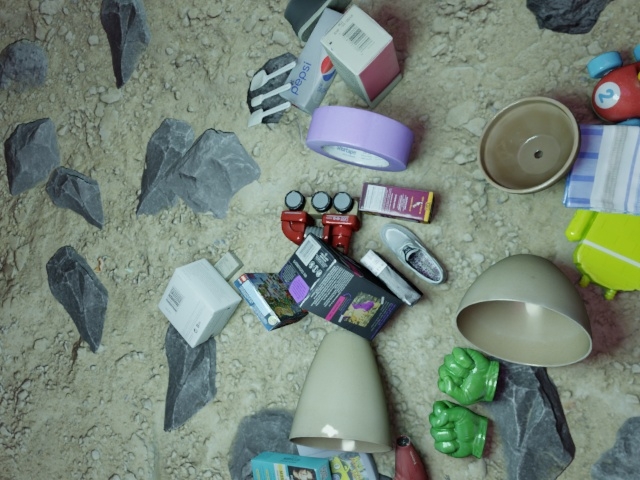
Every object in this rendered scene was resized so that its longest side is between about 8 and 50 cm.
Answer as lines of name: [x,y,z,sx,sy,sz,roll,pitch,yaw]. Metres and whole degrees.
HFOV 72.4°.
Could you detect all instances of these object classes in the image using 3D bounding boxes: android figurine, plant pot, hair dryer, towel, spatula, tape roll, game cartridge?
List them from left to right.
spatula: [-0.154,-0.443,1.311,0.242,0.019,0.168,1,81,53]
game cartridge: [0.062,0.661,1.221,0.196,0.060,0.294,-22,81,10]
plant pot: [0.060,0.386,1.140,0.256,0.256,0.274,-5,58,16]
tape roll: [0.103,-0.262,1.153,0.275,0.275,0.090,15,92,17]
hair dryer: [0.189,0.639,1.105,0.080,0.223,0.293,14,88,48]
plant pot: [0.483,0.145,1.041,0.284,0.284,0.191,14,55,17]
plant pot: [0.526,-0.226,1.089,0.237,0.110,0.237,-7,81,45]
android figurine: [0.731,0.009,1.060,0.248,0.056,0.273,26,92,16]
towel: [0.733,-0.160,1.013,0.285,0.034,0.209,8,99,16]

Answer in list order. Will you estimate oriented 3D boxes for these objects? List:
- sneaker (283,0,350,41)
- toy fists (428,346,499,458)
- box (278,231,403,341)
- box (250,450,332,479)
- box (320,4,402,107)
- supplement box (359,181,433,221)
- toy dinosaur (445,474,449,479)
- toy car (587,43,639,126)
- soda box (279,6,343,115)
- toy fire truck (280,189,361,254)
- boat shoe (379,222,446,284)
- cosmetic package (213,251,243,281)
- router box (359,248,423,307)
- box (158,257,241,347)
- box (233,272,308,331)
sneaker: [-0.009,-0.722,1.317,0.222,0.083,0.118,-38,76,12]
toy fists: [0.361,0.418,1.125,0.142,0.096,0.279,11,91,18]
box: [0.053,0.122,1.127,0.143,0.270,0.165,-52,36,7]
box: [-0.081,0.659,1.216,0.244,0.060,0.100,-14,85,35]
box: [0.118,-0.488,1.185,0.127,0.232,0.148,-44,76,9]
supplement box: [0.211,-0.101,1.199,0.188,0.104,0.081,11,90,18]
toy dinosaur: [0.338,0.668,1.145,0.082,0.047,0.090,-10,94,34]
toy car: [0.754,-0.370,0.984,0.210,0.238,0.219,-15,82,15]
soda box: [-0.003,-0.526,1.298,0.098,0.091,0.286,32,96,16]
toy fire truck: [0.000,0.000,1.249,0.217,0.158,0.246,4,77,16]
boat shoe: [0.251,0.032,1.189,0.227,0.081,0.079,44,99,14]
cosmetic package: [-0.303,0.094,1.373,0.115,0.041,0.060,-43,76,10]
router box: [0.195,0.101,1.175,0.179,0.133,0.046,44,98,15]
box: [-0.365,0.186,1.314,0.182,0.119,0.181,44,123,15]
box: [-0.130,0.163,1.216,0.044,0.233,0.159,-42,76,10]
